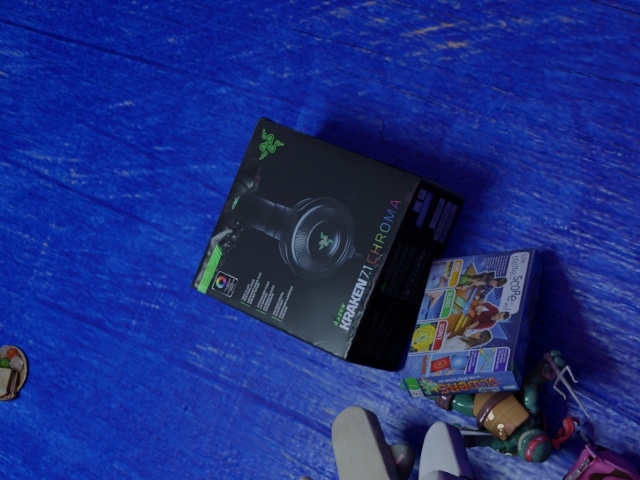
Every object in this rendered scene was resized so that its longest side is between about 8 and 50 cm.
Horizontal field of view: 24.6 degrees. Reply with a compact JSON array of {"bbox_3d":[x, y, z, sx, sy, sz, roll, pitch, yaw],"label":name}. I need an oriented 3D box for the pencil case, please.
[{"bbox_3d":[0.283,0.329,1.661,0.095,0.098,0.209,34,98,43],"label":"pencil case"}]

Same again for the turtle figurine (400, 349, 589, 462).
[{"bbox_3d":[0.204,0.195,1.725,0.175,0.118,0.234,-36,43,-13],"label":"turtle figurine"}]

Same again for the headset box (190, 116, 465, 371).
[{"bbox_3d":[0.000,0.000,1.885,0.283,0.131,0.246,24,92,33],"label":"headset box"}]

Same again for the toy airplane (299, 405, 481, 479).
[{"bbox_3d":[0.072,0.384,1.623,0.384,0.272,0.386,9,59,45],"label":"toy airplane"}]

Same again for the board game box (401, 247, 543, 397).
[{"bbox_3d":[0.182,0.096,1.740,0.136,0.035,0.201,-7,41,25],"label":"board game box"}]

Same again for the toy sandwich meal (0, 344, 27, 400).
[{"bbox_3d":[-0.473,0.197,2.189,0.085,0.029,0.085,-7,76,30],"label":"toy sandwich meal"}]
